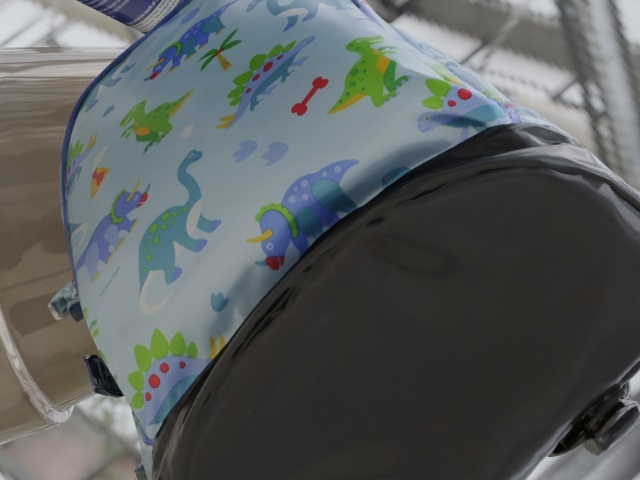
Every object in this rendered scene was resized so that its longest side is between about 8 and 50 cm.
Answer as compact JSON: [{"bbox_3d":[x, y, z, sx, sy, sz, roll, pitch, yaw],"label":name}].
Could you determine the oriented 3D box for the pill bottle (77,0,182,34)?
[{"bbox_3d":[-0.144,-0.198,1.244,0.169,0.094,0.094,24,-9,-28],"label":"pill bottle"}]

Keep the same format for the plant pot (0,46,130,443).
[{"bbox_3d":[-0.166,-0.025,1.563,0.323,0.280,0.323,-13,90,-85],"label":"plant pot"}]

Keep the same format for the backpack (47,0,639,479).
[{"bbox_3d":[0.000,0.000,1.045,0.273,0.290,0.355,43,10,-12],"label":"backpack"}]
